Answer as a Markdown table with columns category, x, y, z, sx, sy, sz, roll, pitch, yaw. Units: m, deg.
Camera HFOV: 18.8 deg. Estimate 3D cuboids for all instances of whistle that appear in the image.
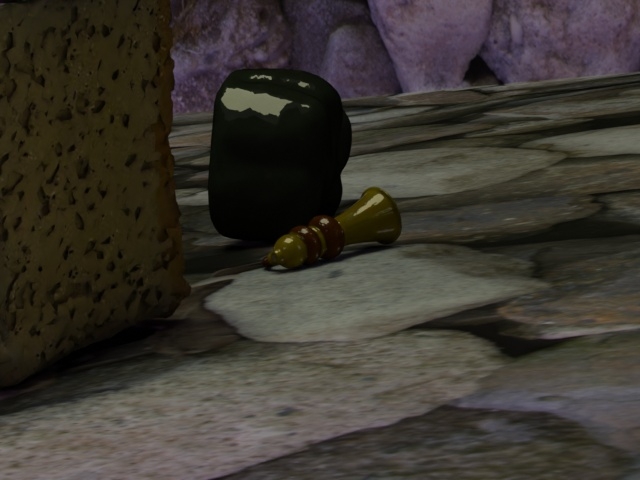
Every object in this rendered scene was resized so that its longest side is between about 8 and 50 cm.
| category | x | y | z | sx | sy | sz | roll | pitch | yaw |
| --- | --- | --- | --- | --- | --- | --- | --- | --- | --- |
| whistle | 0.000 | -0.006 | 1.437 | 0.109 | 0.046 | 0.057 | -20 | 27 | -31 |

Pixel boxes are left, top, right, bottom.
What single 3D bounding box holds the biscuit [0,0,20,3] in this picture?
| category | x | y | z | sx | sy | sz | roll | pitch | yaw |
| --- | --- | --- | --- | --- | --- | --- | --- | --- | --- |
| biscuit | -0.346 | -0.107 | 1.177 | 0.432 | 0.064 | 0.283 | -13 | 12 | 40 |

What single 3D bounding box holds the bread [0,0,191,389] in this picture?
| category | x | y | z | sx | sy | sz | roll | pitch | yaw |
| --- | --- | --- | --- | --- | --- | --- | --- | --- | --- |
| bread | -0.252 | -0.057 | 1.197 | 0.315 | 0.279 | 0.248 | 17 | 23 | 21 |

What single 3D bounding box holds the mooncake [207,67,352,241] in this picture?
| category | x | y | z | sx | sy | sz | roll | pitch | yaw |
| --- | --- | --- | --- | --- | --- | --- | --- | --- | --- |
| mooncake | -0.036 | -0.062 | 1.622 | 0.104 | 0.168 | 0.175 | 9 | 41 | 9 |
